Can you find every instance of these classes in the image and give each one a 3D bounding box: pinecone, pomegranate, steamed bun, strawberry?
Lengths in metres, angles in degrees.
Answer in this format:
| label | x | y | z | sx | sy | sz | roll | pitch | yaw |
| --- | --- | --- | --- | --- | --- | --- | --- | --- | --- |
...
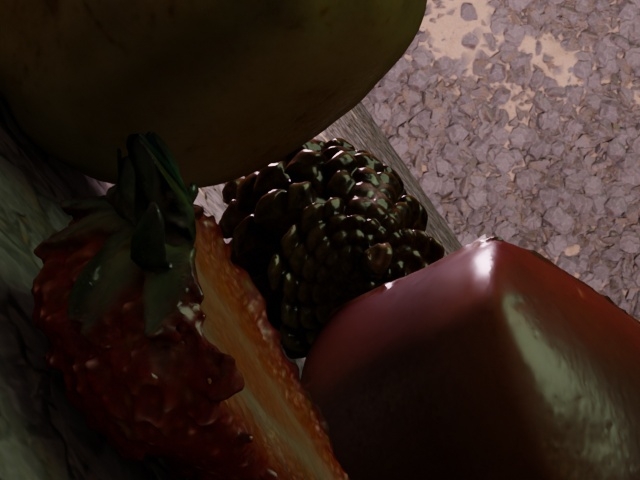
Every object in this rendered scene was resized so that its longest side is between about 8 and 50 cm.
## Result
| label | x | y | z | sx | sy | sz | roll | pitch | yaw |
| --- | --- | --- | --- | --- | --- | --- | --- | --- | --- |
| pinecone | 0.002 | -0.002 | 1.130 | 0.185 | 0.169 | 0.212 | 46 | 12 | -30 |
| pomegranate | -0.092 | -0.192 | 0.914 | 0.332 | 0.332 | 0.332 | 52 | 10 | -13 |
| steamed bun | 0.170 | 0.185 | 1.009 | 0.379 | 0.235 | 0.248 | 34 | 42 | -39 |
| strawberry | -0.075 | 0.075 | 0.728 | 0.188 | 0.106 | 0.286 | -102 | 168 | -56 |

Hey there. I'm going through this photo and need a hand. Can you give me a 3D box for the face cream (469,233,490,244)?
| label | x | y | z | sx | sy | sz | roll | pitch | yaw |
| --- | --- | --- | --- | --- | --- | --- | --- | --- | --- |
| face cream | 0.162 | 0.131 | 1.410 | 0.218 | 0.179 | 0.218 | 52 | 10 | -13 |
